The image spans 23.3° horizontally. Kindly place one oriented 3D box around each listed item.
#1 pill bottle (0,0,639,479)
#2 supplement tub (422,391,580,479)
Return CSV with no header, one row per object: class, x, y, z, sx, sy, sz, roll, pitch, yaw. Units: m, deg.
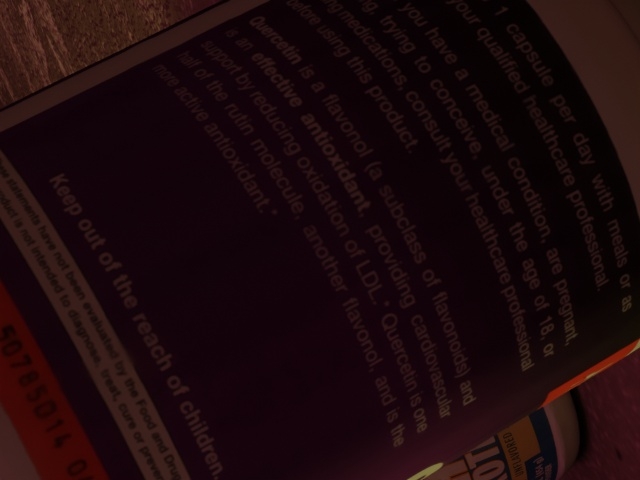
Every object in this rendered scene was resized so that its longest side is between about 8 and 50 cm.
pill bottle,0.000,0.000,0.544,0.181,0.323,0.181,55,164,24
supplement tub,0.032,0.118,0.892,0.144,0.200,0.144,54,164,24
